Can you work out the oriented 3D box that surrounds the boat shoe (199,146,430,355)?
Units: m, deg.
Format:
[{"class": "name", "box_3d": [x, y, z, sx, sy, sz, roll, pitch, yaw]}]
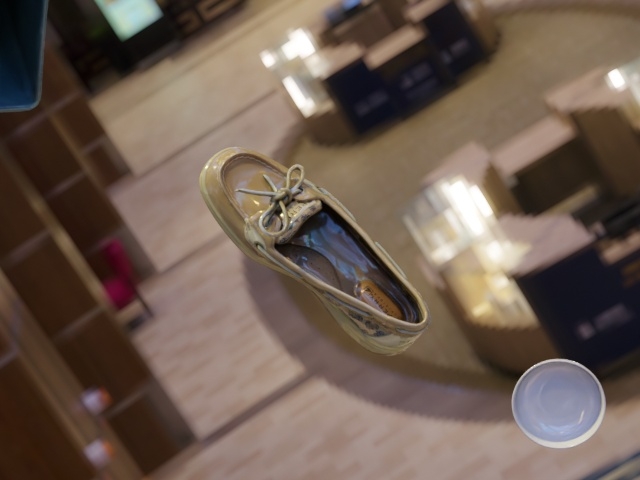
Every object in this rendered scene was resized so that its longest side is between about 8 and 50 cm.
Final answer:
[{"class": "boat shoe", "box_3d": [0.000, 0.000, 1.925, 0.104, 0.285, 0.089, -51, 0, -20]}]

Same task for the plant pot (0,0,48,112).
[{"class": "plant pot", "box_3d": [-0.267, -0.212, 1.134, 0.166, 0.165, 0.234, -4, 46, -19]}]

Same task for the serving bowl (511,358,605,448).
[{"class": "serving bowl", "box_3d": [0.215, 0.144, 1.686, 0.083, 0.083, 0.027, -29, 6, 13]}]
